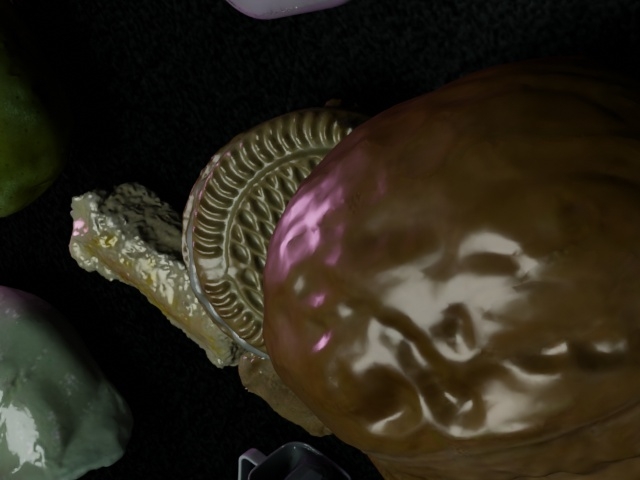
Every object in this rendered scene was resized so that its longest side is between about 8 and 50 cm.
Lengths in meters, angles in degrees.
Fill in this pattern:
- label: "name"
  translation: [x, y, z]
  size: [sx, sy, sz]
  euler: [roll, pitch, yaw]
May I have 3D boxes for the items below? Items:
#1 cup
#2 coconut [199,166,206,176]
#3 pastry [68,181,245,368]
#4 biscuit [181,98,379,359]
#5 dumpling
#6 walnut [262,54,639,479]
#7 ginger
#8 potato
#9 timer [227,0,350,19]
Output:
- label: "cup"
  translation: [-0.041, 0.290, 1.464]
  size: [0.128, 0.095, 0.129]
  euler: [32, 133, 25]
- label: "coconut"
  translation: [-0.076, -0.014, 1.293]
  size: [0.124, 0.110, 0.110]
  euler: [-104, 23, -46]
- label: "pastry"
  translation: [-0.161, 0.033, 1.425]
  size: [0.258, 0.089, 0.121]
  euler: [36, 129, 24]
- label: "biscuit"
  translation: [0.000, 0.000, 1.192]
  size: [0.259, 0.079, 0.259]
  euler: [1, 106, 4]
- label: "dumpling"
  translation: [-0.377, 0.197, 1.652]
  size: [0.321, 0.212, 0.270]
  euler: [2, 79, 57]
- label: "walnut"
  translation: [0.153, 0.042, 0.982]
  size: [0.398, 0.308, 0.354]
  euler: [-15, 132, 35]
- label: "ginger"
  translation: [-0.003, 0.110, 1.338]
  size: [0.137, 0.074, 0.213]
  euler: [25, 131, 1]
- label: "potato"
  translation: [-0.395, -0.171, 1.441]
  size: [0.304, 0.216, 0.216]
  euler: [46, 137, -2]
- label: "timer"
  translation: [-0.034, -0.296, 1.131]
  size: [0.191, 0.069, 0.208]
  euler: [-1, 114, 43]
